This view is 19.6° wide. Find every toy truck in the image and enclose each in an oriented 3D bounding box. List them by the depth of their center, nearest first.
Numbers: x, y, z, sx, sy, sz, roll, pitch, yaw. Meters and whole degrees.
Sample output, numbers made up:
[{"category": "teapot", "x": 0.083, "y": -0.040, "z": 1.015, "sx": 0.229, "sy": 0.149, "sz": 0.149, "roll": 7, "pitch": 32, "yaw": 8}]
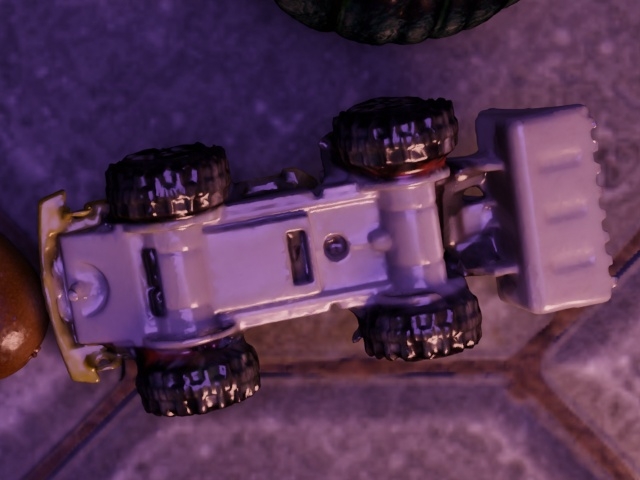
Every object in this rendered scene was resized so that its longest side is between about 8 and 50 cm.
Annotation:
[{"category": "toy truck", "x": 0.000, "y": 0.000, "z": 0.947, "sx": 0.286, "sy": 0.111, "sz": 0.136, "roll": -10, "pitch": 101, "yaw": -7}]

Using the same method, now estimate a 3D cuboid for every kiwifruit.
[{"category": "kiwifruit", "x": -0.193, "y": 0.020, "z": 0.948, "sx": 0.124, "sy": 0.075, "sz": 0.075, "roll": 38, "pitch": 86, "yaw": 1}]

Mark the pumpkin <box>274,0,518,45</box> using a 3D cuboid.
[{"category": "pumpkin", "x": 0.033, "y": -0.188, "z": 0.932, "sx": 0.194, "sy": 0.150, "sz": 0.194, "roll": 1, "pitch": 88, "yaw": -16}]
